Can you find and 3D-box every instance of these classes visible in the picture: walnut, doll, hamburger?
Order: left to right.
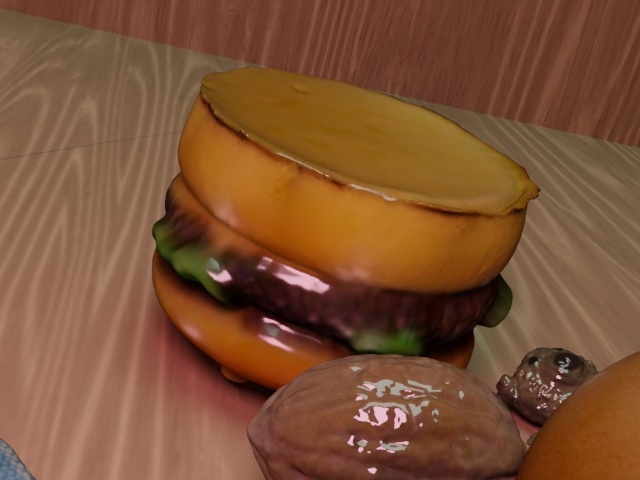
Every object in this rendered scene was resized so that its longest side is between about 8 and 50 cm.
[{"bbox_3d":[0.000,0.000,0.981,0.395,0.278,0.396,15,22,-6],"label":"hamburger"},{"bbox_3d":[0.053,0.171,0.744,0.230,0.178,0.178,11,22,-6],"label":"walnut"},{"bbox_3d":[0.297,0.212,0.939,0.202,0.091,0.286,2,33,-1],"label":"doll"}]

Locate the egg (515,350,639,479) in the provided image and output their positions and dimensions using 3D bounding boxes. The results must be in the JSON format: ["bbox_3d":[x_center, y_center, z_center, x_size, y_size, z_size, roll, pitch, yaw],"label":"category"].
[{"bbox_3d":[0.290,0.210,0.651,0.351,0.283,0.282,-14,34,-32],"label":"egg"}]

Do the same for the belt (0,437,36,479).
[{"bbox_3d":[-0.220,0.192,0.563,0.082,0.148,0.163,-3,56,-44],"label":"belt"}]
